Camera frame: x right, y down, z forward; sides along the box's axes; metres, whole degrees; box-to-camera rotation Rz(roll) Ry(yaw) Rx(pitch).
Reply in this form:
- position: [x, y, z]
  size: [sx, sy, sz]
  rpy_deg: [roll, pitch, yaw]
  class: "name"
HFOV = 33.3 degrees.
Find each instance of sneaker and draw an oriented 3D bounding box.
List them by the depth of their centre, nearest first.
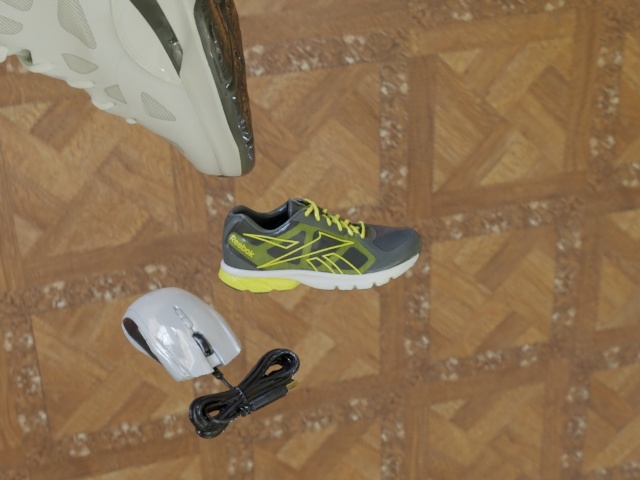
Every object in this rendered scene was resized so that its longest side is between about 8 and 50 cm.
- position: [0.000, 0.000, 0.428]
  size: [0.083, 0.031, 0.035]
  rpy_deg: [-6, 113, -7]
  class: "sneaker"
- position: [-0.216, -0.191, 0.909]
  size: [0.258, 0.169, 0.447]
  rpy_deg: [-13, 146, 6]
  class: "sneaker"

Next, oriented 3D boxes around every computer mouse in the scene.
- position: [-0.106, 0.084, 0.884]
  size: [0.106, 0.193, 0.042]
  rpy_deg: [-28, 130, -29]
  class: "computer mouse"
